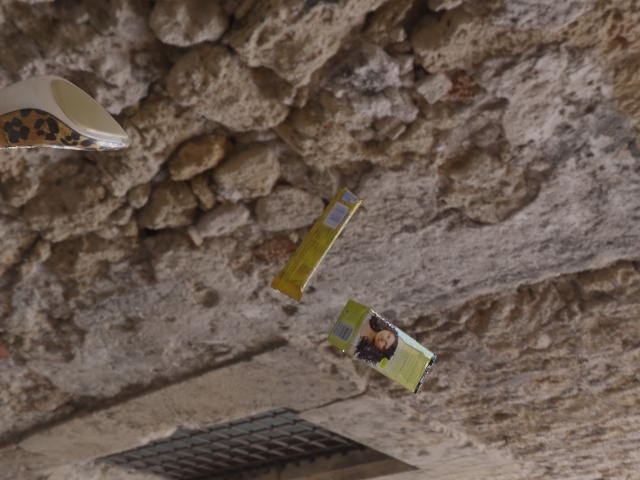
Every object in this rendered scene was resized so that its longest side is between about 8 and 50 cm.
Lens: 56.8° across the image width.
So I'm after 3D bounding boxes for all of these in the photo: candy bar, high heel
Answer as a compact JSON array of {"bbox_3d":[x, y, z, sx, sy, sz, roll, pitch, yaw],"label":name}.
[{"bbox_3d":[0.000,0.000,0.718,0.040,0.018,0.161,29,-110,14],"label":"candy bar"},{"bbox_3d":[-0.415,-0.146,0.822,0.186,0.261,0.093,-34,-124,28],"label":"high heel"}]

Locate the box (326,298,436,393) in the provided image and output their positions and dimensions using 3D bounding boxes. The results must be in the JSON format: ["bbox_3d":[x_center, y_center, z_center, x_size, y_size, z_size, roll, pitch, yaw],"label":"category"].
[{"bbox_3d":[0.114,0.192,1.053,0.058,0.232,0.087,21,-101,47],"label":"box"}]
